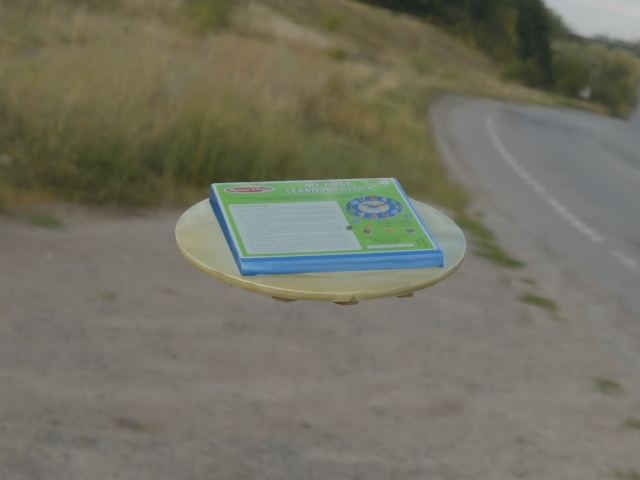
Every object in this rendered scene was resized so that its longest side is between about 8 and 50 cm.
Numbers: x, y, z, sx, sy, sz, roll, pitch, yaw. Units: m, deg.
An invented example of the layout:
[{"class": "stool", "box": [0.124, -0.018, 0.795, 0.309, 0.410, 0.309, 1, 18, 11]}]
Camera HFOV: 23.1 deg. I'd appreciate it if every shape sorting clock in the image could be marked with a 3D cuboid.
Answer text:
[{"class": "shape sorting clock", "box": [0.000, 0.000, 1.117, 0.206, 0.040, 0.206, 3, 26, -2]}]
